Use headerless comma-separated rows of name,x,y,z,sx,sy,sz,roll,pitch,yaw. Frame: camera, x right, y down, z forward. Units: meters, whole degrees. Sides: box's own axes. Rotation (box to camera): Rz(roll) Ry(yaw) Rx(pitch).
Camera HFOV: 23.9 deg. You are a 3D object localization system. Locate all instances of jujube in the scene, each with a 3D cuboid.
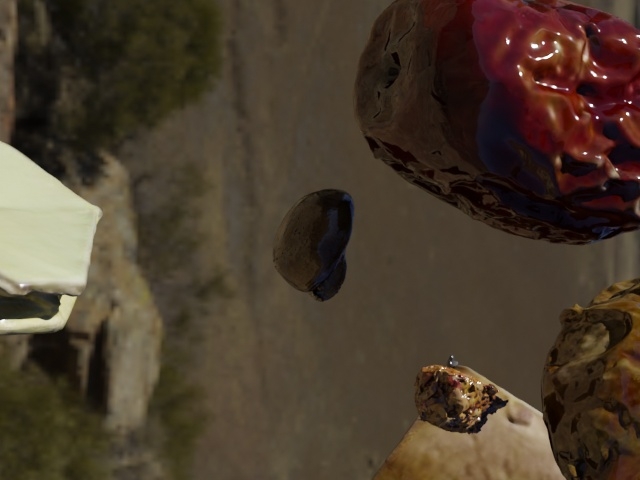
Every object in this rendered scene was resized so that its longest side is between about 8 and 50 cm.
jujube,0.228,-0.131,1.568,0.276,0.377,0.276,-46,-146,43

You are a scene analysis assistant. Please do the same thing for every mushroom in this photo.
mushroom,0.000,0.000,1.592,0.127,0.087,0.127,-56,-166,23
mushroom,0.262,0.402,2.070,0.314,0.397,0.224,-49,159,-31

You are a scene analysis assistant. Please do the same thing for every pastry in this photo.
pastry,0.138,0.171,1.566,0.169,0.087,0.063,42,62,-68

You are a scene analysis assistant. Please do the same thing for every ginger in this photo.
ginger,0.334,0.189,1.587,0.357,0.152,0.274,-26,101,-65

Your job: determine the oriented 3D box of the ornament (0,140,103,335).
ornament,-0.212,-0.016,1.012,0.180,0.201,0.059,0,130,-52
